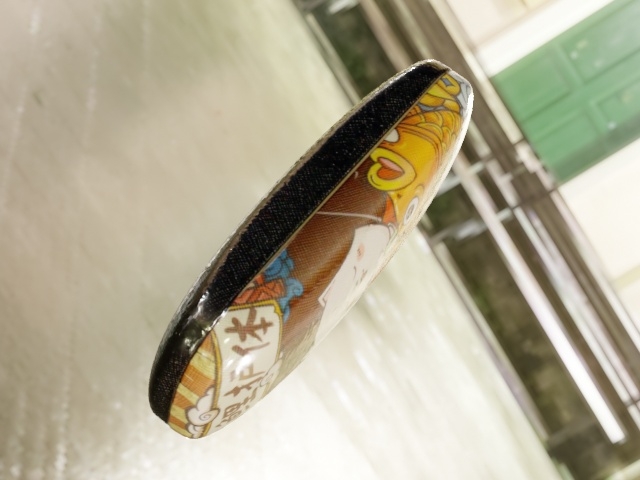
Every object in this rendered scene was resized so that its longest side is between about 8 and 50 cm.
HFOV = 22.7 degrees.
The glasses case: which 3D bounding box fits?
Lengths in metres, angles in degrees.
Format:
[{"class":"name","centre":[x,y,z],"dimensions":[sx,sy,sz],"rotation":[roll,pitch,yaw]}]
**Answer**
[{"class":"glasses case","centre":[0.000,0.000,1.015],"dimensions":[0.082,0.321,0.122],"rotation":[36,-37,9]}]
